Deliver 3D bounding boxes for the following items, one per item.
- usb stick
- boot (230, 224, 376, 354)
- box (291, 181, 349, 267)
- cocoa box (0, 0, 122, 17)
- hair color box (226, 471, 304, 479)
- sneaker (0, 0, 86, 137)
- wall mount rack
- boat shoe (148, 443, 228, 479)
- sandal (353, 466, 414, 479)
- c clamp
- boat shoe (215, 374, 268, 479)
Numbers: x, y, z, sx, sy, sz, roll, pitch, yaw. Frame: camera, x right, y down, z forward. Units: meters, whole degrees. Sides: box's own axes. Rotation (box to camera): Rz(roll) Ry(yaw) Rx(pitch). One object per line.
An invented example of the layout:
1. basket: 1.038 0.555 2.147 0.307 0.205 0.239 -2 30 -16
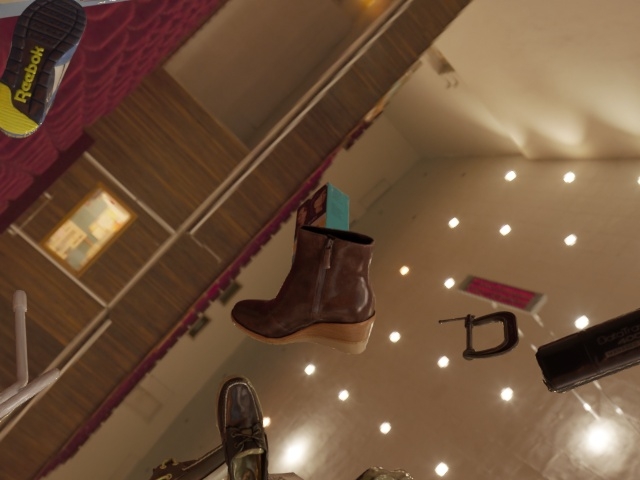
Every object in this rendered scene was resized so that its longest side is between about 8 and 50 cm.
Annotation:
1. usb stick: 0.453 0.145 1.052 0.278 0.045 0.077 -26 -118 17
2. boot: -0.031 0.066 1.135 0.248 0.207 0.090 9 -152 18
3. box: 0.000 0.000 1.380 0.100 0.060 0.244 -40 -152 29
4. cocoa box: -0.279 -0.377 0.692 0.347 0.228 0.231 -13 168 -15
5. hair color box: 0.003 0.539 1.229 0.374 0.185 0.113 24 -89 40
6. sneaker: -0.256 -0.156 0.647 0.059 0.053 0.144 -25 -136 65
7. wall mount rack: -0.469 0.194 0.858 0.350 0.130 0.304 -32 -175 4
8. boat shoe: -0.272 0.437 1.253 0.305 0.091 0.109 -34 161 -18
9. sandal: 0.066 0.353 0.913 0.120 0.303 0.086 -42 -118 14
10. c clamp: 0.278 0.166 1.251 0.137 0.022 0.160 -17 -161 12
11. boat shoe: -0.116 0.327 1.141 0.080 0.223 0.073 -5 -179 -22
